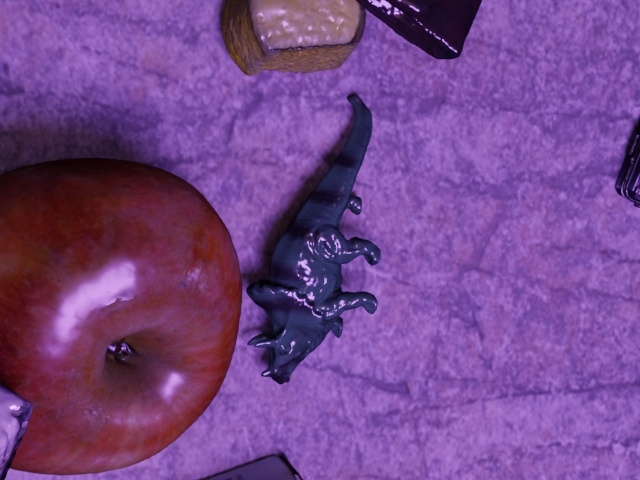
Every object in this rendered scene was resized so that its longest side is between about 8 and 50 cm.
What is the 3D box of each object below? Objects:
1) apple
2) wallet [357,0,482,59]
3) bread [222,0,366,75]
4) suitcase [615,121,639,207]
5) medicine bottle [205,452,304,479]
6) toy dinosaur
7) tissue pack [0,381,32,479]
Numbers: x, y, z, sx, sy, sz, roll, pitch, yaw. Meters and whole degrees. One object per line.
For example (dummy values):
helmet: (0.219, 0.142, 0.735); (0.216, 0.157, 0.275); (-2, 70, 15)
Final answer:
apple: (-0.224, 0.057, 1.183); (0.302, 0.301, 0.301); (-2, 99, -13)
wallet: (0.095, -0.299, 1.248); (0.182, 0.049, 0.229); (36, 57, -13)
bread: (-0.024, -0.215, 1.252); (0.129, 0.114, 0.111); (-12, 94, -15)
suitcase: (0.370, -0.089, 1.388); (0.086, 0.059, 0.126); (19, 94, -14)
medicine bottle: (-0.051, 0.358, 1.316); (0.141, 0.137, 0.250); (-19, 103, -10)
toy dinosaur: (0.015, 0.009, 1.313); (0.120, 0.079, 0.292); (30, 87, -17)
tissue pack: (-0.401, 0.193, 1.090); (0.259, 0.361, 0.122); (28, 46, -4)
